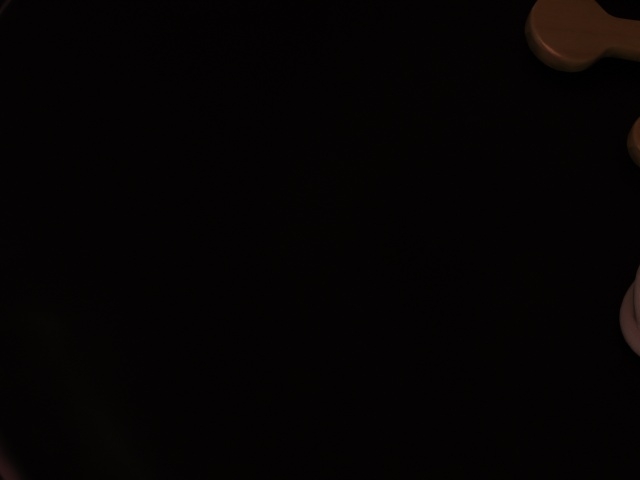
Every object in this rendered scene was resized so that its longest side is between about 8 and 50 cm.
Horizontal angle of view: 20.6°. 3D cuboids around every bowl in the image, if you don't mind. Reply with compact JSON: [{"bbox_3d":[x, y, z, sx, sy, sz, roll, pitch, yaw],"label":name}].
[{"bbox_3d":[0.034,0.014,0.631,0.391,0.077,0.391,4,67,-9],"label":"bowl"}]

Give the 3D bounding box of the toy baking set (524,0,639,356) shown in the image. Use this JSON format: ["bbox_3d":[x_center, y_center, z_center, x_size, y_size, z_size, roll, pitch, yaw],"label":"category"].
[{"bbox_3d":[0.180,-0.035,0.625,0.197,0.030,0.256,-12,70,-13],"label":"toy baking set"}]
